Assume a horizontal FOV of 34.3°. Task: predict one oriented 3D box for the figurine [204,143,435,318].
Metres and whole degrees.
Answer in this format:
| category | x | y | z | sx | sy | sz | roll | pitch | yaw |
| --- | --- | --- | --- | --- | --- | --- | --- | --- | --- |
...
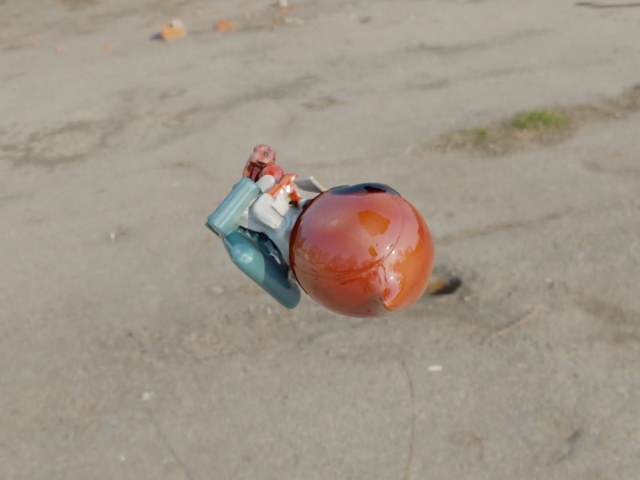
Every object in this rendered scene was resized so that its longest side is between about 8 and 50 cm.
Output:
| category | x | y | z | sx | sy | sz | roll | pitch | yaw |
| --- | --- | --- | --- | --- | --- | --- | --- | --- | --- |
| figurine | 0.000 | 0.000 | 0.529 | 0.075 | 0.068 | 0.140 | -52 | 38 | -12 |
